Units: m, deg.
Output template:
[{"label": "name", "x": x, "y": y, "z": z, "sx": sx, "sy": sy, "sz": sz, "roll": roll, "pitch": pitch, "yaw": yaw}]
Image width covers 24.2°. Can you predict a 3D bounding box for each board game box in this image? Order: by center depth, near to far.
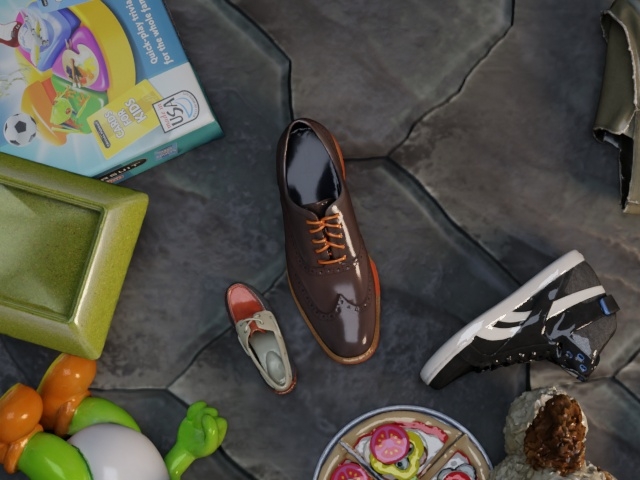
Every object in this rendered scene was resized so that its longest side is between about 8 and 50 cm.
[{"label": "board game box", "x": -0.312, "y": -0.167, "z": 1.670, "sx": 0.336, "sy": 0.079, "sz": 0.254, "roll": -25, "pitch": 80, "yaw": 1}]

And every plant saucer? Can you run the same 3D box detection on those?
[{"label": "plant saucer", "x": -0.299, "y": 0.012, "z": 1.578, "sx": 0.188, "sy": 0.045, "sz": 0.188, "roll": 16, "pitch": 83, "yaw": 7}]

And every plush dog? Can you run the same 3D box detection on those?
[{"label": "plush dog", "x": 0.233, "y": 0.278, "z": 1.456, "sx": 0.210, "sy": 0.225, "sz": 0.262, "roll": -27, "pitch": 79, "yaw": -17}]

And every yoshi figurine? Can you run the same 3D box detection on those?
[{"label": "yoshi figurine", "x": -0.164, "y": 0.257, "z": 1.537, "sx": 0.362, "sy": 0.203, "sz": 0.203, "roll": 41, "pitch": 80, "yaw": 7}]

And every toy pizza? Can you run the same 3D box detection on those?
[{"label": "toy pizza", "x": 0.089, "y": 0.275, "z": 1.588, "sx": 0.201, "sy": 0.032, "sz": 0.201, "roll": -1, "pitch": 81, "yaw": 5}]

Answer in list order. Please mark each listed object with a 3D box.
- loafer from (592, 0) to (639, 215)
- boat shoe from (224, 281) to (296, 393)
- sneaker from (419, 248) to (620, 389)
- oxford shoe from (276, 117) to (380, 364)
[{"label": "loafer", "x": 0.334, "y": -0.140, "z": 1.597, "sx": 0.087, "sy": 0.094, "sz": 0.251, "roll": -12, "pitch": 81, "yaw": -1}, {"label": "boat shoe", "x": -0.066, "y": 0.104, "z": 1.623, "sx": 0.049, "sy": 0.043, "sz": 0.137, "roll": -27, "pitch": 79, "yaw": 3}, {"label": "sneaker", "x": 0.221, "y": 0.117, "z": 1.576, "sx": 0.217, "sy": 0.079, "sz": 0.121, "roll": -37, "pitch": 78, "yaw": -2}, {"label": "oxford shoe", "x": 0.000, "y": 0.000, "z": 1.604, "sx": 0.097, "sy": 0.098, "sz": 0.271, "roll": -16, "pitch": 80, "yaw": 3}]
